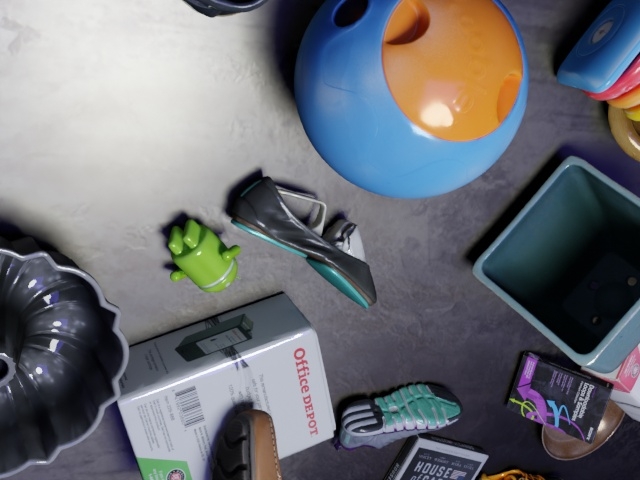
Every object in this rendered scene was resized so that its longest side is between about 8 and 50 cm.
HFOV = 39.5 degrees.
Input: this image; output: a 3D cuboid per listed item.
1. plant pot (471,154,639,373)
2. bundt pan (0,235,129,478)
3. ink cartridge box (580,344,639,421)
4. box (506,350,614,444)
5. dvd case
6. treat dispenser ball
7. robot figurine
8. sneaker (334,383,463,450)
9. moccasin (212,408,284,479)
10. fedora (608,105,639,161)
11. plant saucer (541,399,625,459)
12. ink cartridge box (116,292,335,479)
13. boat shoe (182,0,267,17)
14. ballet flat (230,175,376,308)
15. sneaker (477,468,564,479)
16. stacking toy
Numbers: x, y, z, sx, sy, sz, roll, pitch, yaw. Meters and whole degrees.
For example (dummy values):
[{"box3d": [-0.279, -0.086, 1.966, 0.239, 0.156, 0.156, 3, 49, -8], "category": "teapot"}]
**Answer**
[{"box3d": [0.443, 0.064, 1.430, 0.248, 0.247, 0.252, -49, 144, 4], "category": "plant pot"}, {"box3d": [-0.416, 0.132, 1.121, 0.330, 0.124, 0.331, -10, 118, -20], "category": "bundt pan"}, {"box3d": [0.592, 0.228, 1.637, 0.218, 0.092, 0.158, 39, 73, -33], "category": "ink cartridge box"}, {"box3d": [0.423, 0.278, 1.580, 0.029, 0.162, 0.116, -32, 137, -61], "category": "box"}, {"box3d": [0.182, 0.466, 1.628, 0.179, 0.029, 0.239, 21, 105, -32], "category": "dvd case"}, {"box3d": [0.111, -0.195, 1.105, 0.288, 0.288, 0.288, -11, 119, -20], "category": "treat dispenser ball"}, {"box3d": [-0.159, 0.025, 1.221, 0.101, 0.067, 0.115, -23, 127, 20], "category": "robot figurine"}, {"box3d": [0.129, 0.305, 1.508, 0.223, 0.083, 0.098, -2, 139, -22], "category": "sneaker"}, {"box3d": [-0.051, 0.417, 1.222, 0.147, 0.139, 0.380, -12, 85, -30], "category": "moccasin"}, {"box3d": [0.545, -0.209, 1.410, 0.194, 0.079, 0.194, 0, 97, 1], "category": "fedora"}, {"box3d": [0.497, 0.329, 1.703, 0.198, 0.036, 0.199, -10, 118, -20], "category": "plant saucer"}, {"box3d": [-0.142, 0.231, 1.299, 0.289, 0.121, 0.211, -18, 121, -16], "category": "ink cartridge box"}, {"box3d": [-0.216, -0.420, 0.919, 0.187, 0.156, 0.500, -45, 123, 3], "category": "boat shoe"}, {"box3d": [0.000, 0.000, 1.272, 0.280, 0.095, 0.096, 34, 85, -34], "category": "ballet flat"}, {"box3d": [0.385, 0.477, 1.699, 0.215, 0.084, 0.083, -3, 111, -23], "category": "sneaker"}, {"box3d": [0.517, -0.215, 1.307, 0.302, 0.175, 0.166, 36, 99, -14], "category": "stacking toy"}]
